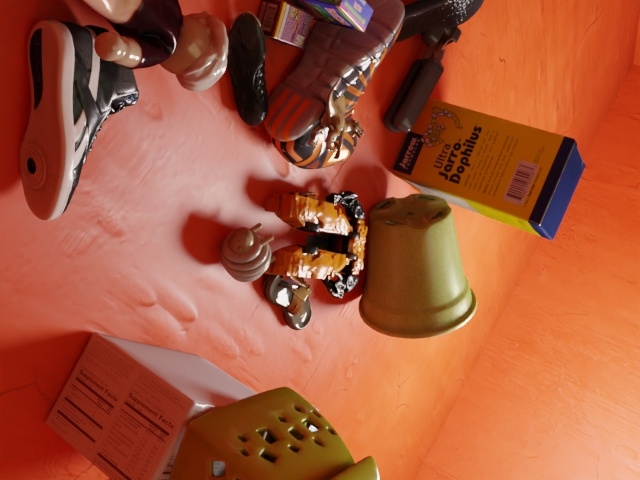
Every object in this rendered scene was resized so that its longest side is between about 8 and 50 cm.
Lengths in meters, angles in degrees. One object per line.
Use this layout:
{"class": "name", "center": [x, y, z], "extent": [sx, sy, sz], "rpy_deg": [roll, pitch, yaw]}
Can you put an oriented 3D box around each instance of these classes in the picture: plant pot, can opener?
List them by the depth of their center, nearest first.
{"class": "plant pot", "center": [-0.062, 0.357, 0.899], "extent": [0.228, 0.207, 0.227], "rpy_deg": [-3, 115, -58]}
{"class": "can opener", "center": [0.202, -0.364, 1.408], "extent": [0.095, 0.076, 0.283], "rpy_deg": [33, 81, -29]}
{"class": "plant pot", "center": [0.213, 0.041, 1.539], "extent": [0.276, 0.276, 0.253], "rpy_deg": [-36, 129, -43]}

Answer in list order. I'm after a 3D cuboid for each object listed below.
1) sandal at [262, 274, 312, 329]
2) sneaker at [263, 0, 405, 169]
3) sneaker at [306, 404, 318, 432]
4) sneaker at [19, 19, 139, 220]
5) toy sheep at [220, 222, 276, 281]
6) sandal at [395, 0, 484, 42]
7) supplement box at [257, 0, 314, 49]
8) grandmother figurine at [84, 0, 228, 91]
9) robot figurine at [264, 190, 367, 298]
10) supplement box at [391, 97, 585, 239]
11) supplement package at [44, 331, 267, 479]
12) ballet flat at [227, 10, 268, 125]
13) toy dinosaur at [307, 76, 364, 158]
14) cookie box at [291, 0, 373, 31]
{"class": "sandal", "center": [-0.049, 0.116, 1.324], "extent": [0.090, 0.060, 0.219], "rpy_deg": [-52, 147, -25]}
{"class": "sneaker", "center": [0.034, -0.258, 1.148], "extent": [0.321, 0.125, 0.180], "rpy_deg": [-49, 153, -8]}
{"class": "sneaker", "center": [-0.090, 0.461, 1.504], "extent": [0.262, 0.104, 0.125], "rpy_deg": [-40, 125, -46]}
{"class": "sneaker", "center": [-0.260, -0.130, 0.761], "extent": [0.121, 0.079, 0.216], "rpy_deg": [-17, 124, -54]}
{"class": "toy sheep", "center": [-0.120, 0.025, 1.111], "extent": [0.091, 0.091, 0.132], "rpy_deg": [-49, 152, -29]}
{"class": "sandal", "center": [0.228, -0.459, 1.322], "extent": [0.255, 0.054, 0.097], "rpy_deg": [-23, 159, -28]}
{"class": "supplement box", "center": [-0.054, -0.322, 1.007], "extent": [0.083, 0.043, 0.054], "rpy_deg": [-2, 112, -58]}
{"class": "grandmother figurine", "center": [-0.209, -0.268, 0.712], "extent": [0.342, 0.104, 0.207], "rpy_deg": [36, 58, -59]}
{"class": "robot figurine", "center": [0.000, 0.000, 1.272], "extent": [0.291, 0.085, 0.211], "rpy_deg": [12, 85, -61]}
{"class": "supplement box", "center": [0.378, -0.163, 1.528], "extent": [0.194, 0.357, 0.195], "rpy_deg": [20, 93, -62]}
{"class": "supplement package", "center": [-0.216, 0.258, 0.994], "extent": [0.145, 0.204, 0.262], "rpy_deg": [-62, 151, -4]}
{"class": "ballet flat", "center": [-0.106, -0.249, 0.985], "extent": [0.049, 0.058, 0.173], "rpy_deg": [-97, -174, -52]}
{"class": "toy dinosaur", "center": [0.018, -0.183, 1.038], "extent": [0.092, 0.053, 0.183], "rpy_deg": [-67, 161, -6]}
{"class": "cookie box", "center": [0.012, -0.360, 1.023], "extent": [0.092, 0.107, 0.040], "rpy_deg": [18, 94, -61]}
